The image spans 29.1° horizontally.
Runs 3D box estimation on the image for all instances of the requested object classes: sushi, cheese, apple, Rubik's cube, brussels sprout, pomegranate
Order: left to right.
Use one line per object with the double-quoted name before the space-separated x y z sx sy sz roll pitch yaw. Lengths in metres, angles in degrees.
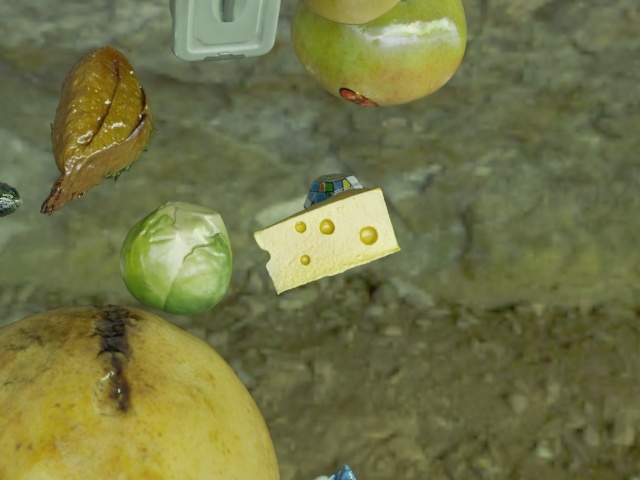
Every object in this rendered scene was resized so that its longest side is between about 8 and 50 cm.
"pomegranate" -0.155 0.163 0.768 0.261 0.260 0.260 2 9 0
"sushi" -0.310 -0.157 1.762 0.149 0.287 0.140 16 -31 -24
"brussels sprout" -0.180 0.022 1.553 0.155 0.155 0.117 1 16 -2
"cheese" 0.000 0.000 1.654 0.171 0.093 0.126 -23 9 -18
"Rubik's cube" 0.028 -0.055 1.908 0.093 0.111 0.111 -37 13 -2
"apple" 0.088 -0.318 1.828 0.261 0.194 0.260 4 52 -5

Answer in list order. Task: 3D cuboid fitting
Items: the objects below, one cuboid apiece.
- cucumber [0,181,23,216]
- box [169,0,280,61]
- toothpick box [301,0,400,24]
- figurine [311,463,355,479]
"cucumber" -0.512 -0.066 1.656 0.245 0.067 0.067 8 10 7
"box" -0.111 -0.293 1.369 0.124 0.172 0.092 -7 48 -18
"toothpick box" 0.012 -0.539 1.573 0.409 0.425 0.408 -9 50 11
"figurine" 0.020 0.404 1.973 0.079 0.114 0.114 47 19 6
